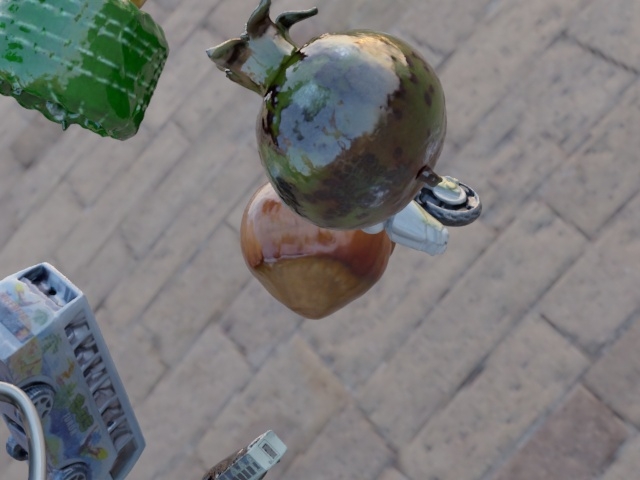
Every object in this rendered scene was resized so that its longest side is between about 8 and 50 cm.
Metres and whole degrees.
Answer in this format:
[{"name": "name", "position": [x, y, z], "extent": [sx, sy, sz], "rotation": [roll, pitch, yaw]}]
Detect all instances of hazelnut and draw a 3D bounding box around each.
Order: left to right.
[{"name": "hazelnut", "position": [0.000, 0.000, 1.777], "extent": [0.182, 0.182, 0.182], "rotation": [-36, 30, 25]}]

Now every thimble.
[{"name": "thimble", "position": [-0.168, -0.126, 1.068], "extent": [0.130, 0.118, 0.090], "rotation": [54, -122, -78]}]

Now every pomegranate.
[{"name": "pomegranate", "position": [0.011, -0.093, 1.066], "extent": [0.148, 0.169, 0.148], "rotation": [-32, -4, -2]}]

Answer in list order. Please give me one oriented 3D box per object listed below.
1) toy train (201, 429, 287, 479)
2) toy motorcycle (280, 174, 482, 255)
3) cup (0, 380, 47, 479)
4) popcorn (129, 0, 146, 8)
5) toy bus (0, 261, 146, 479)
[{"name": "toy train", "position": [-0.099, 0.276, 1.849], "extent": [0.043, 0.047, 0.207], "rotation": [-44, 0, -33]}, {"name": "toy motorcycle", "position": [0.030, -0.055, 1.413], "extent": [0.151, 0.228, 0.074], "rotation": [-31, -35, -47]}, {"name": "cup", "position": [-0.382, 0.196, 1.350], "extent": [0.219, 0.289, 0.258], "rotation": [114, 160, -75]}, {"name": "popcorn", "position": [-0.263, -0.322, 1.743], "extent": [0.170, 0.180, 0.180], "rotation": [106, -175, -58]}, {"name": "toy bus", "position": [-0.292, 0.172, 1.730], "extent": [0.109, 0.330, 0.136], "rotation": [34, 63, 32]}]
